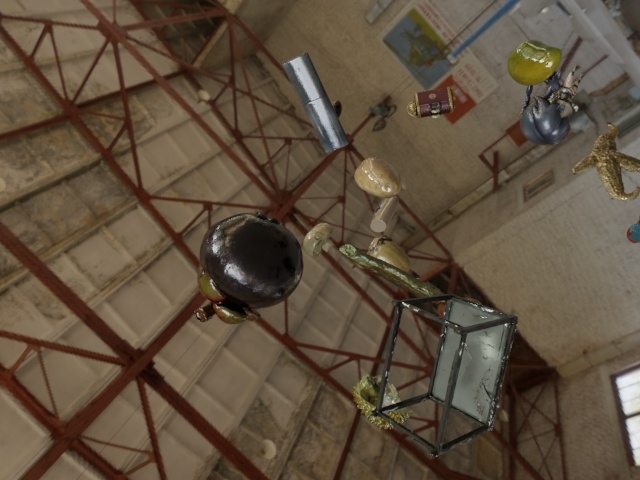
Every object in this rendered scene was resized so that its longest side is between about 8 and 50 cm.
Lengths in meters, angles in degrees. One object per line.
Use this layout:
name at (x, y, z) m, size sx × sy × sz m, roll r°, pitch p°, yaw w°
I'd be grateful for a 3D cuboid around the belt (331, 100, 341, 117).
belt at (0.060, -0.554, 2.125) m, size 0.059 × 0.036 × 0.083 m, roll 44°, pitch -128°, yaw -46°

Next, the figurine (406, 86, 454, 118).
figurine at (0.365, -0.440, 1.667) m, size 0.082 × 0.155 × 0.098 m, roll 71°, pitch -167°, yaw -47°

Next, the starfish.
starfish at (1.222, -0.318, 2.036) m, size 0.432 × 0.082 × 0.324 m, roll -32°, pitch -123°, yaw -32°

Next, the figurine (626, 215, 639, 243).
figurine at (1.072, -0.026, 1.685) m, size 0.068 × 0.075 × 0.140 m, roll 24°, pitch 172°, yaw 26°

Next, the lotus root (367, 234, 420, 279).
lotus root at (0.374, 0.112, 2.542) m, size 0.310 × 0.183 × 0.182 m, roll 40°, pitch -146°, yaw -7°

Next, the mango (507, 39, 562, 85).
mango at (0.602, -0.506, 1.435) m, size 0.086 × 0.122 × 0.191 m, roll 22°, pitch -155°, yaw -19°

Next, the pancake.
pancake at (0.256, 0.112, 1.737) m, size 0.427 × 0.066 × 0.305 m, roll 28°, pitch 176°, yaw -5°

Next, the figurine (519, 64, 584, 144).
figurine at (0.784, -0.451, 1.703) m, size 0.175 × 0.197 × 0.264 m, roll 32°, pitch -114°, yaw -10°

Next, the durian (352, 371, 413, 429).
durian at (0.223, 0.617, 1.964) m, size 0.172 × 0.166 × 0.306 m, roll 44°, pitch -176°, yaw -16°

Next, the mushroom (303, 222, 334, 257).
mushroom at (0.000, 0.000, 2.078) m, size 0.123 × 0.154 × 0.154 m, roll 33°, pitch -148°, yaw 9°

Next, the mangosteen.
mangosteen at (-0.261, 0.114, 1.785) m, size 0.382 × 0.434 × 0.382 m, roll 22°, pitch 178°, yaw 1°

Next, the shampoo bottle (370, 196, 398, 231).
shampoo bottle at (0.305, -0.142, 2.353) m, size 0.078 × 0.127 × 0.256 m, roll 44°, pitch -138°, yaw -12°

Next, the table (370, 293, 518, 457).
table at (0.326, 0.339, 1.335) m, size 0.272 × 0.334 × 0.222 m, roll 0°, pitch -167°, yaw -41°

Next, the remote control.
remote control at (-0.014, -0.519, 1.913) m, size 0.377 × 0.107 × 0.044 m, roll 61°, pitch -162°, yaw -24°

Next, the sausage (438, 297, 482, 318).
sausage at (0.520, 0.266, 1.902) m, size 0.089 × 0.300 × 0.083 m, roll 25°, pitch -105°, yaw -2°

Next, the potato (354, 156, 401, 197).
potato at (0.200, -0.220, 1.741) m, size 0.162 × 0.128 × 0.234 m, roll 14°, pitch -161°, yaw 0°

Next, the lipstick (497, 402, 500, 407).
lipstick at (0.582, 0.549, 1.751) m, size 0.094 × 0.019 × 0.019 m, roll 34°, pitch -148°, yaw 8°
